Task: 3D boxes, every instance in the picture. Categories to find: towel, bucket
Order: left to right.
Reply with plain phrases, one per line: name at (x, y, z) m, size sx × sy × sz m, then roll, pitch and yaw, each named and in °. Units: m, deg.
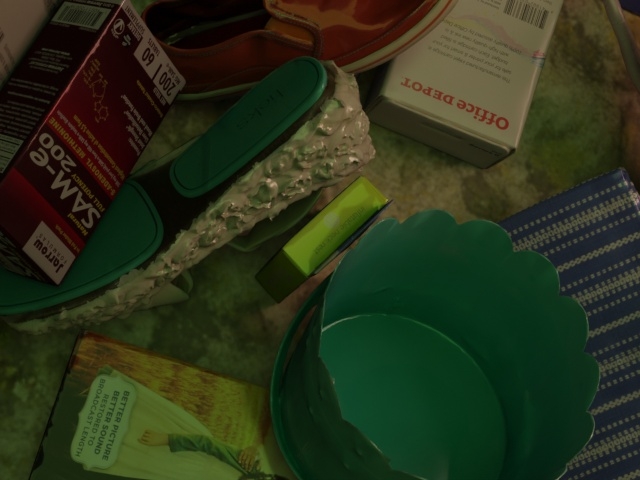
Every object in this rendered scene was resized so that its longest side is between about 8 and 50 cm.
bucket at (0.096, 0.133, 1.233) m, size 0.281 × 0.183 × 0.281 m, roll 9°, pitch 58°, yaw -15°
towel at (0.272, 0.122, 1.363) m, size 0.243 × 0.040 × 0.336 m, roll -26°, pitch 86°, yaw 12°

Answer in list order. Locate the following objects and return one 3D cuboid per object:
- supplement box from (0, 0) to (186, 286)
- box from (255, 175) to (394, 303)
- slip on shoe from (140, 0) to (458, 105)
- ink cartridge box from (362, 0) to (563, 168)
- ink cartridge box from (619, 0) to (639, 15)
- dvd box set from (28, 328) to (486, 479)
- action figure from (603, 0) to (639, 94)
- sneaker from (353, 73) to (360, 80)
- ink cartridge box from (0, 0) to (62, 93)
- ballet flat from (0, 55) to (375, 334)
supplement box at (-0.230, -0.095, 1.214) m, size 0.073 × 0.130 × 0.239 m, roll 16°, pitch 66°, yaw 32°
box at (0.000, 0.000, 1.289) m, size 0.109 × 0.178 × 0.042 m, roll -44°, pitch 91°, yaw -17°
slip on shoe at (-0.022, -0.220, 1.297) m, size 0.331 × 0.101 × 0.123 m, roll -14°, pitch 54°, yaw 11°
ink cartridge box at (0.152, -0.203, 1.406) m, size 0.154 × 0.093 × 0.212 m, roll 21°, pitch 75°, yaw -8°
ink cartridge box at (0.281, -0.442, 1.417) m, size 0.330 × 0.071 × 0.324 m, roll 21°, pitch 102°, yaw -10°
dvd box set at (-0.077, 0.292, 1.280) m, size 0.420 × 0.062 × 0.307 m, roll 20°, pitch 76°, yaw -9°
action figure at (0.377, -0.088, 1.376) m, size 0.248 × 0.276 × 0.370 m, roll -30°, pitch 132°, yaw -49°
sneaker at (-0.023, -0.133, 1.355) m, size 0.083 × 0.087 × 0.221 m, roll 29°, pitch 77°, yaw -5°
ink cartridge box at (-0.318, -0.248, 1.197) m, size 0.166 × 0.285 × 0.395 m, roll 25°, pitch 75°, yaw 6°
ballet flat at (-0.121, -0.013, 1.269) m, size 0.409 × 0.147 × 0.147 m, roll -32°, pitch 88°, yaw 5°
